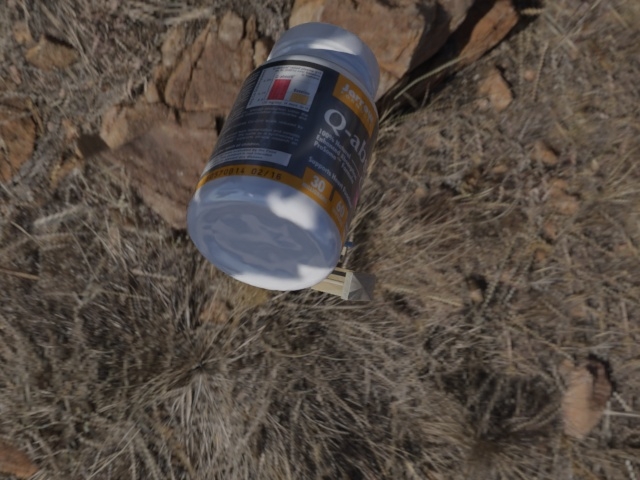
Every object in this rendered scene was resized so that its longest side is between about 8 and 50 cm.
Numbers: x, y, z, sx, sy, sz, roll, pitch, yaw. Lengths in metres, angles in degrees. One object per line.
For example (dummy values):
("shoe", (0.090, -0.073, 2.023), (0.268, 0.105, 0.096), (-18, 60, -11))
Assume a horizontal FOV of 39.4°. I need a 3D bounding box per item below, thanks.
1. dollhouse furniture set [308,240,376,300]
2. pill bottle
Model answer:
("dollhouse furniture set", (0.000, 0.000, 1.233), (0.184, 0.129, 0.129), (14, 93, 29))
("pill bottle", (-0.027, -0.098, 0.961), (0.162, 0.162, 0.278), (21, 53, -4))
